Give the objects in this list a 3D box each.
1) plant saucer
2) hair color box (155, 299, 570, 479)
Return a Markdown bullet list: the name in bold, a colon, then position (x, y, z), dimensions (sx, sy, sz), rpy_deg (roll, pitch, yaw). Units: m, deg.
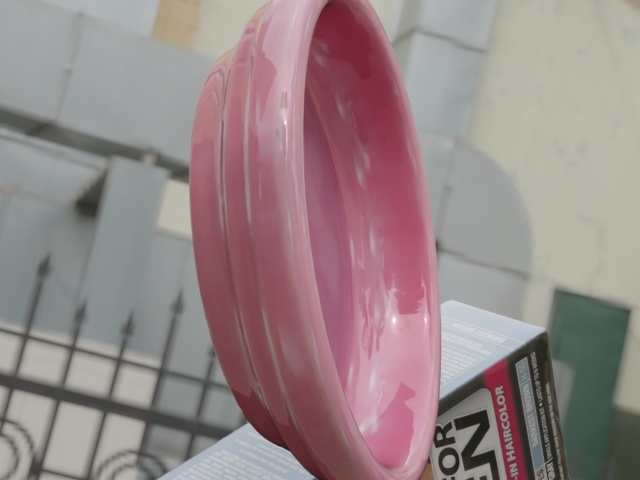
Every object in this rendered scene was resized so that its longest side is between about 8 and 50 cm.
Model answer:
- **plant saucer**: position (0.000, 0.000, 0.965), dimensions (0.084, 0.332, 0.332), rpy_deg (-7, -16, 17)
- **hair color box**: position (0.017, 0.212, 1.120), dimensions (0.374, 0.185, 0.113), rpy_deg (-29, 28, -32)
